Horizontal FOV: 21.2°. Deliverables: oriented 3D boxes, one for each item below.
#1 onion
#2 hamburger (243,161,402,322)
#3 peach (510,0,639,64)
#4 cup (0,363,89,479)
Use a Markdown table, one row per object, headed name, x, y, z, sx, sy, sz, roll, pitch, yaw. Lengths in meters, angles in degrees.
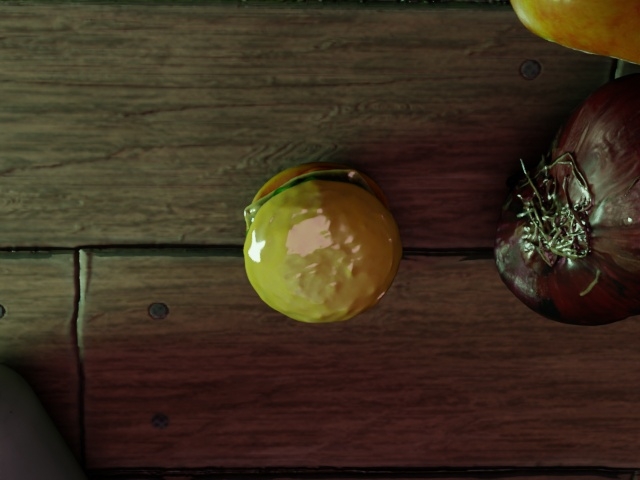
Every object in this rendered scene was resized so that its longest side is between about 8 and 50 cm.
| name | x | y | z | sx | sy | sz | roll | pitch | yaw |
| --- | --- | --- | --- | --- | --- | --- | --- | --- | --- |
| onion | 0.289 | -0.027 | 1.631 | 0.281 | 0.281 | 0.221 | -38 | 69 | 14 |
| hamburger | 0.000 | 0.000 | 1.671 | 0.162 | 0.115 | 0.162 | -3 | 115 | -6 |
| peach | 0.297 | -0.293 | 1.517 | 0.249 | 0.245 | 0.274 | -5 | 108 | -33 |
| cup | -0.327 | 0.283 | 1.737 | 0.205 | 0.205 | 0.312 | -22 | 115 | 7 |
